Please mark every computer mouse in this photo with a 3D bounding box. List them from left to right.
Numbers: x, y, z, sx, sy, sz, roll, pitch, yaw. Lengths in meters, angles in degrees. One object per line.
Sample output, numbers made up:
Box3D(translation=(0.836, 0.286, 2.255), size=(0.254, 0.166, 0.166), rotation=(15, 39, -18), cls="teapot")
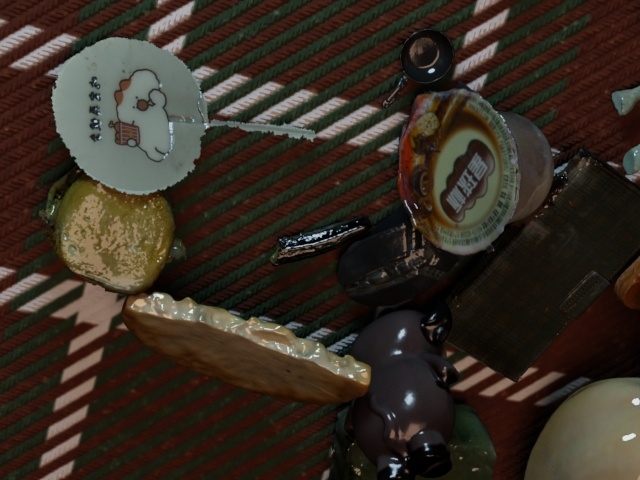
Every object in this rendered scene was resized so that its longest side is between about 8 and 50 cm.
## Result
Box3D(translation=(0.113, 0.016, 1.846), size=(0.192, 0.062, 0.106), rotation=(-32, 114, 1), cls="computer mouse")

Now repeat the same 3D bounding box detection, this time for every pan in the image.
Box3D(translation=(0.111, -0.208, 1.772), size=(0.068, 0.023, 0.115), rotation=(40, 97, -23), cls="pan")

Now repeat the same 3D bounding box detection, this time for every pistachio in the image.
Box3D(translation=(0.394, 0.330, 1.948), size=(0.238, 0.229, 0.321), rotation=(22, 116, 16), cls="pistachio")

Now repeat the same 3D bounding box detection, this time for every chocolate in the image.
Box3D(translation=(0.201, -0.090, 1.778), size=(0.147, 0.221, 0.221), rotation=(-11, 120, -46), cls="chocolate")

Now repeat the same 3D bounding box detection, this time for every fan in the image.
Box3D(translation=(-0.155, -0.140, 1.713), size=(0.329, 0.009, 0.191), rotation=(3, 74, -25), cls="fan")

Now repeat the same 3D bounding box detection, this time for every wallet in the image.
Box3D(translation=(0.289, 0.035, 1.875), size=(0.169, 0.044, 0.317), rotation=(30, 113, -25), cls="wallet")

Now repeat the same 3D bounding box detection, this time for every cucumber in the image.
Box3D(translation=(0.000, 0.002, 1.832), size=(0.135, 0.033, 0.034), rotation=(-13, 117, -5), cls="cucumber")

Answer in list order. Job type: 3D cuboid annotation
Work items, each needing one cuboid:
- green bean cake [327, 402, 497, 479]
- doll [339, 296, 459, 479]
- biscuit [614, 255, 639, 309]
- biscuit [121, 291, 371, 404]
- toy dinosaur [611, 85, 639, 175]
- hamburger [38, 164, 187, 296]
Box3D(translation=(0.113, 0.331, 1.943), size=(0.222, 0.125, 0.227), rotation=(-1, 114, -13), cls="green bean cake")
Box3D(translation=(0.103, 0.188, 1.817), size=(0.182, 0.257, 0.117), rotation=(-32, 127, 23), cls="doll")
Box3D(translation=(0.489, 0.027, 1.901), size=(0.192, 0.036, 0.186), rotation=(16, 124, -41), cls="biscuit")
Box3D(translation=(-0.094, 0.138, 1.794), size=(0.309, 0.204, 0.040), rotation=(18, 68, -2), cls="biscuit")
Box3D(translation=(0.456, -0.182, 1.817), size=(0.205, 0.092, 0.393), rotation=(-18, 113, -2), cls="toy dinosaur")
Box3D(translation=(-0.239, -0.019, 1.729), size=(0.185, 0.131, 0.159), rotation=(25, 90, -19), cls="hamburger")
